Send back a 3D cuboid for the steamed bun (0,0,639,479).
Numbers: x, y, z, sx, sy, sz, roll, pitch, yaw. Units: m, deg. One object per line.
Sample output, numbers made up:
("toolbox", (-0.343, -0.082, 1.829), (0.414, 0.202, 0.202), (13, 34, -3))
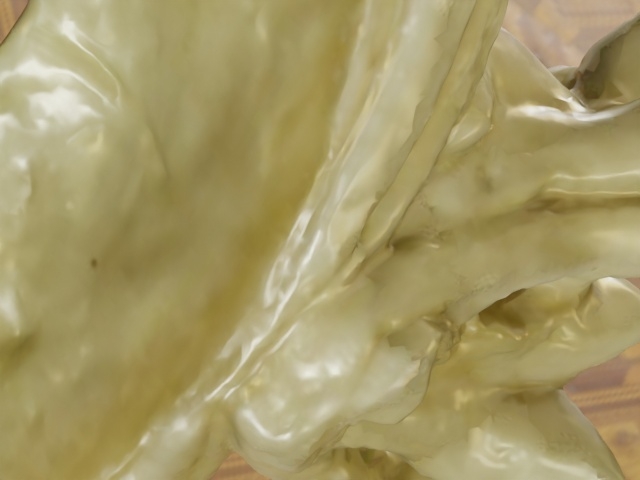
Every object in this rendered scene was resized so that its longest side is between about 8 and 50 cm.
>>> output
("steamed bun", (0.000, 0.000, 0.587), (0.189, 0.428, 0.247), (7, 27, -48))
